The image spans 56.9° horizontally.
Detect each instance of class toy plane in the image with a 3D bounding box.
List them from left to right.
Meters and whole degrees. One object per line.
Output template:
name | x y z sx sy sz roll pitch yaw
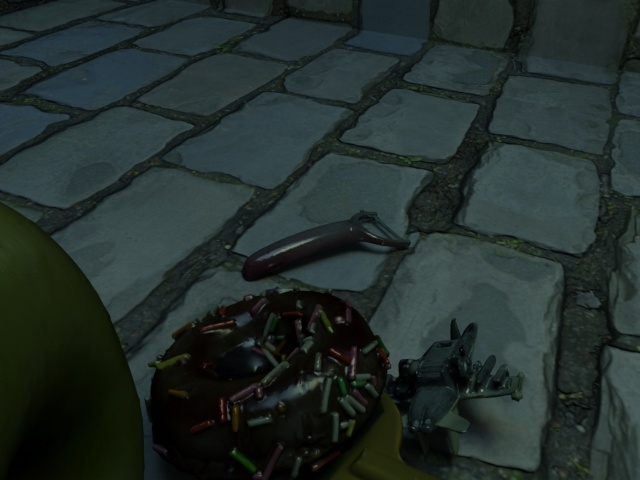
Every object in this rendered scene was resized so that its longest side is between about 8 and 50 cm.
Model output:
toy plane | 0.153 0.149 0.710 0.192 0.088 0.262 -12 22 30

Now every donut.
donut | -0.060 0.140 0.628 0.269 0.103 0.270 -13 20 5

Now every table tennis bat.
table tennis bat | 0.025 0.216 0.577 0.320 0.050 0.198 9 34 43

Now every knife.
knife | 0.000 -0.002 0.950 0.278 0.053 0.123 -15 33 -25

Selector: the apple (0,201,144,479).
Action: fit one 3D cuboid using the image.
apple | -0.346 0.162 0.361 0.473 0.474 0.474 2 35 -1
